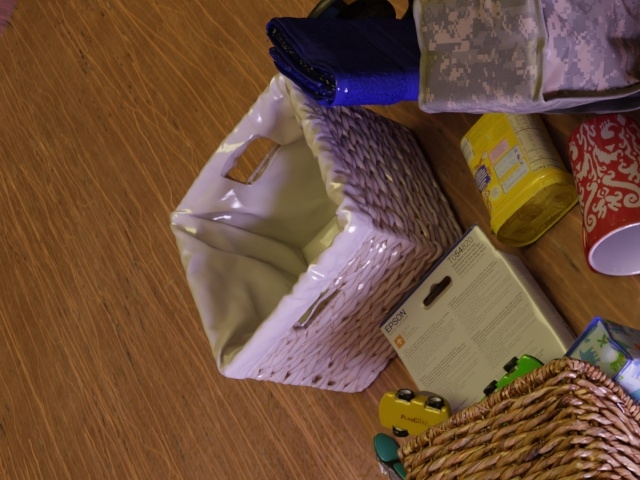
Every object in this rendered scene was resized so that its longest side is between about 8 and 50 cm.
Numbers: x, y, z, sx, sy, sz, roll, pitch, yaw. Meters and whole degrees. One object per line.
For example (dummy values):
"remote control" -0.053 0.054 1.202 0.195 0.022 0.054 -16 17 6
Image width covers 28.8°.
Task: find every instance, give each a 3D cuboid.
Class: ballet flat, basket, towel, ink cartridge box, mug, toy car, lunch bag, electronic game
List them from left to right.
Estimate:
"basket" 0.000 0.000 1.783 0.328 0.266 0.331 -50 42 28
"electronic game" 0.070 -0.320 1.845 0.229 0.229 0.048 -45 60 33
"ballet flat" 0.100 0.316 1.729 0.041 0.041 0.114 -60 38 18
"towel" 0.100 -0.239 1.723 0.227 0.308 0.076 51 137 48
"ink cartridge box" 0.205 0.129 1.620 0.223 0.045 0.224 -49 57 30
"toy car" 0.213 0.223 1.540 0.239 0.053 0.225 45 119 14
"basket" 0.262 0.296 1.386 0.299 0.213 0.223 -39 44 38
"lunch bag" 0.292 -0.234 1.498 0.235 0.287 0.168 8 104 57
"mug" 0.344 -0.050 1.492 0.150 0.113 0.169 -37 47 37
"lunch bag" 0.328 0.172 1.413 0.151 0.129 0.096 -58 35 24

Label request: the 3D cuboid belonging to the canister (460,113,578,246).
"canister" 0.260 -0.096 1.646 0.126 0.073 0.170 -47 43 32
